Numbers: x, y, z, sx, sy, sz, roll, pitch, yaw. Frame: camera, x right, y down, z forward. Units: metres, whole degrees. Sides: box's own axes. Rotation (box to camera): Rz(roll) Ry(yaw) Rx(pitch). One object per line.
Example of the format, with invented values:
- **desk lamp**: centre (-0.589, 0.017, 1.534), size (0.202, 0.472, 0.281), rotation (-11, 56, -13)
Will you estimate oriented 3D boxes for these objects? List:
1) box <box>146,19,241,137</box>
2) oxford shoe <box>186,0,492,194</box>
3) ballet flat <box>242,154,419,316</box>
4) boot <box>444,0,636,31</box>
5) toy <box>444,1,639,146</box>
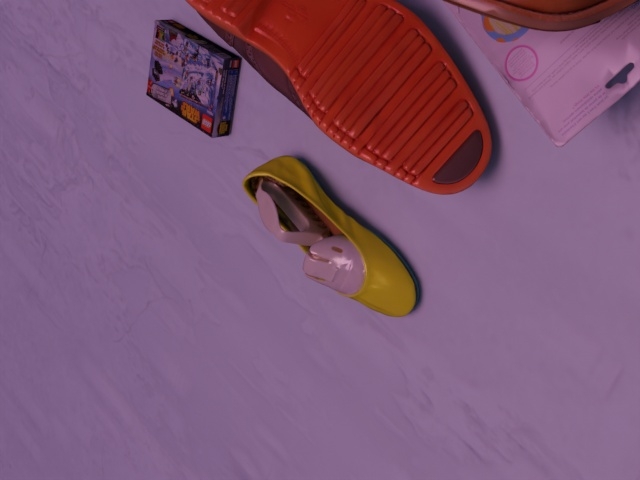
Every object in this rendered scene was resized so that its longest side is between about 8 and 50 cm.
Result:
- **box**: centre (-0.147, -0.186, 1.288), size (0.137, 0.027, 0.094), rotation (35, 123, 39)
- **oxford shoe**: centre (0.018, -0.167, 1.058), size (0.130, 0.133, 0.363), rotation (-45, 72, -2)
- **ballet flat**: centre (0.000, 0.000, 1.131), size (0.231, 0.077, 0.077), rotation (48, 132, 29)
- **boot**: centre (0.200, -0.247, 0.745), size (0.283, 0.109, 0.220), rotation (9, 106, 20)
- **toy**: centre (0.173, -0.204, 0.878), size (0.137, 0.056, 0.237), rotation (-42, 71, 24)
